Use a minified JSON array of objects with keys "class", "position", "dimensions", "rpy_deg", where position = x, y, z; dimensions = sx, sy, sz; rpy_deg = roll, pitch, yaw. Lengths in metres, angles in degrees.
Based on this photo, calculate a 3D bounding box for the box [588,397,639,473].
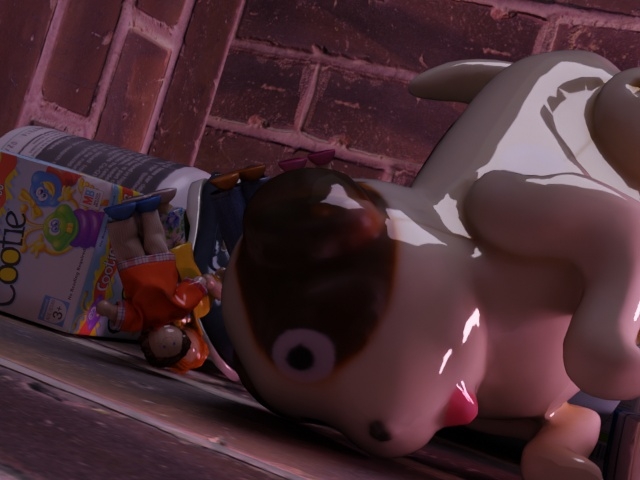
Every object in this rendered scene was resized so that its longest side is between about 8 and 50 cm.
[{"class":"box","position":[0.335,0.211,1.440],"dimensions":[0.114,0.103,0.203],"rpy_deg":[16,-2,33]}]

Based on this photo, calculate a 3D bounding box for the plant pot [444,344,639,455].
[{"class":"plant pot","position":[0.203,0.079,1.262],"dimensions":[0.235,0.293,0.293],"rpy_deg":[33,0,8]}]

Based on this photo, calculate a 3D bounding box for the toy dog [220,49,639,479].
[{"class":"toy dog","position":[0.122,0.005,0.941],"dimensions":[0.395,0.408,0.284],"rpy_deg":[54,-29,23]}]

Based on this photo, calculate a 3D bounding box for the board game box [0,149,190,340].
[{"class":"board game box","position":[-0.223,0.014,1.239],"dimensions":[0.142,0.144,0.275],"rpy_deg":[16,-2,18]}]

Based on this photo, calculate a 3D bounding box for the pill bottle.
[{"class":"pill bottle","position":[-0.241,-0.010,1.562],"dimensions":[0.361,0.204,0.204],"rpy_deg":[15,-3,22]}]

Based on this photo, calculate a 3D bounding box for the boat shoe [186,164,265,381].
[{"class":"boat shoe","position":[-0.077,0.023,1.208],"dimensions":[0.079,0.254,0.095],"rpy_deg":[-23,-52,14]}]

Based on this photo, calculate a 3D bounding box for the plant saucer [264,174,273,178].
[{"class":"plant saucer","position":[0.000,0.000,1.359],"dimensions":[0.198,0.036,0.198],"rpy_deg":[36,7,-5]}]

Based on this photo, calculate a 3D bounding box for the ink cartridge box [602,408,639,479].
[{"class":"ink cartridge box","position":[0.337,0.208,1.129],"dimensions":[0.139,0.082,0.191],"rpy_deg":[12,-2,8]}]

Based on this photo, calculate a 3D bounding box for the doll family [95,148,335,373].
[{"class":"doll family","position":[-0.078,0.026,1.073],"dimensions":[0.263,0.163,0.118],"rpy_deg":[-16,8,-25]}]
